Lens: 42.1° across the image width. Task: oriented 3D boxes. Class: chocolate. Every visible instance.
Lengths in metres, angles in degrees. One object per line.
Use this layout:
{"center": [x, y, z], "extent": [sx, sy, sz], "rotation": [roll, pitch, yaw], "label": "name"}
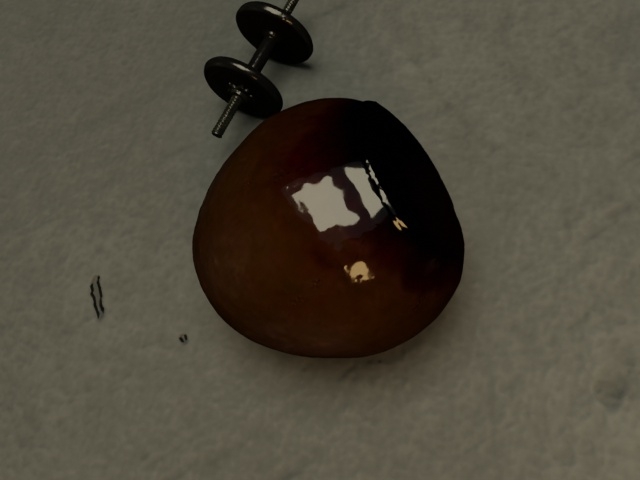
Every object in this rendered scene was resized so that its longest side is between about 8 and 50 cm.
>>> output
{"center": [0.000, 0.000, 0.537], "extent": [0.176, 0.177, 0.177], "rotation": [-6, 62, 11], "label": "chocolate"}

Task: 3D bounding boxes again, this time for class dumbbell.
{"center": [-0.049, -0.142, 0.658], "extent": [0.069, 0.069, 0.147], "rotation": [19, 71, 22], "label": "dumbbell"}
